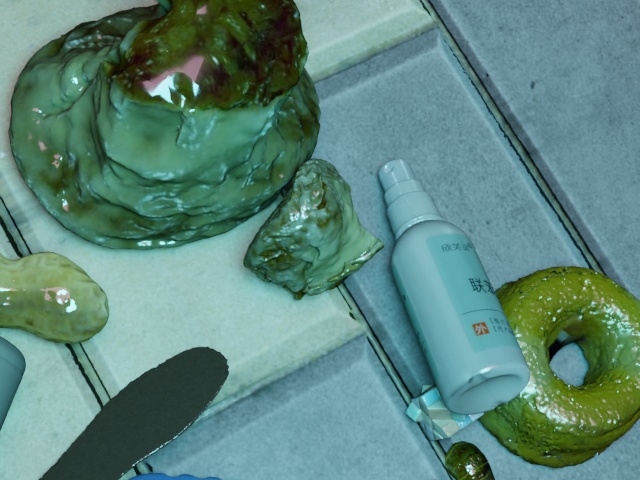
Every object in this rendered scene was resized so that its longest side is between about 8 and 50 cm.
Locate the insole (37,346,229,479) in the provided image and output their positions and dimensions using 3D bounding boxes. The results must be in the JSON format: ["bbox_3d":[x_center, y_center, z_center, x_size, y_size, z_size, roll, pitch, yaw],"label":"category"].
[{"bbox_3d":[-0.236,0.236,1.347,0.111,0.007,0.328,28,60,36],"label":"insole"}]

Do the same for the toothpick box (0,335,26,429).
[{"bbox_3d":[-0.453,0.234,1.222,0.229,0.229,0.316,19,70,-5],"label":"toothpick box"}]

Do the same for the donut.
[{"bbox_3d":[0.322,0.151,1.479,0.272,0.107,0.272,5,69,-13],"label":"donut"}]

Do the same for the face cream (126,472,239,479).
[{"bbox_3d":[-0.108,0.349,1.328,0.264,0.083,0.149,9,65,-10],"label":"face cream"}]

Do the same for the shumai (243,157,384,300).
[{"bbox_3d":[0.000,0.000,1.416,0.142,0.184,0.184,32,68,-1],"label":"shumai"}]

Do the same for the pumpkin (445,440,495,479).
[{"bbox_3d":[0.193,0.289,1.444,0.050,0.028,0.083,-31,85,-22],"label":"pumpkin"}]

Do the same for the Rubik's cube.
[{"bbox_3d":[0.155,0.202,1.438,0.075,0.084,0.073,-27,83,-36],"label":"Rubik's cube"}]

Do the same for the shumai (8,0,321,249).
[{"bbox_3d":[-0.170,-0.185,1.370,0.397,0.323,0.324,-13,77,-17],"label":"shumai"}]

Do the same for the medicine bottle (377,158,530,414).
[{"bbox_3d":[0.148,0.043,1.448,0.110,0.110,0.352,-9,54,-15],"label":"medicine bottle"}]

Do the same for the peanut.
[{"bbox_3d":[-0.361,0.056,1.367,0.229,0.098,0.103,16,28,-7],"label":"peanut"}]
